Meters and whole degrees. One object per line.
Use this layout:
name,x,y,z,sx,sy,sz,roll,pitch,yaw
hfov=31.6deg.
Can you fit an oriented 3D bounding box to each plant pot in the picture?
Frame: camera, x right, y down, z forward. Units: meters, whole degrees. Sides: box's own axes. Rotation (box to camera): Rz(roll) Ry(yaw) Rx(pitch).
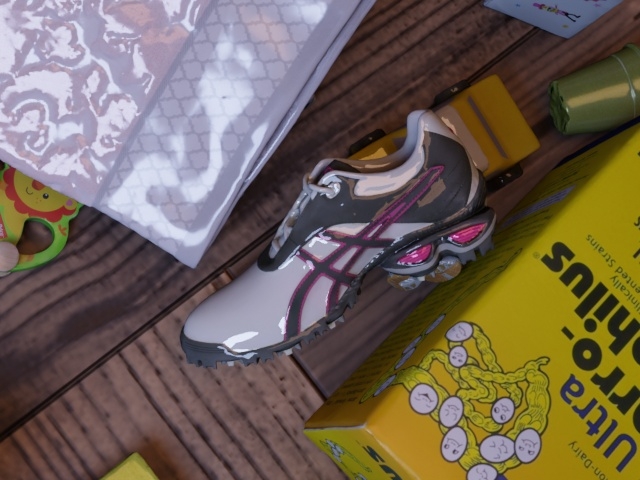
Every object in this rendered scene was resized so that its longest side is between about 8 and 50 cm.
plant pot,0.251,-0.129,1.022,0.079,0.083,0.083,-14,83,-3

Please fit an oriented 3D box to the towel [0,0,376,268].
towel,-0.141,-0.184,0.831,0.317,0.053,0.332,32,104,-10

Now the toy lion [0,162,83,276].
toy lion,-0.230,-0.029,0.907,0.096,0.034,0.100,-15,84,-23

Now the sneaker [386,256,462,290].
sneaker,0.087,0.016,0.947,0.032,0.083,0.037,32,62,-28

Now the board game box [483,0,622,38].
board game box,0.258,-0.361,0.987,0.097,0.224,0.303,19,76,-12

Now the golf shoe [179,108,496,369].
golf shoe,0.000,0.000,0.888,0.273,0.105,0.120,-29,113,-3

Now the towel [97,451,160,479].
towel,-0.200,0.269,0.836,0.237,0.021,0.102,-38,93,-20

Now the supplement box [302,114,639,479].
supplement box,0.190,0.091,0.898,0.194,0.195,0.356,46,73,-2

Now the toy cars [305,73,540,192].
toy cars,0.008,-0.096,0.945,0.394,0.087,0.176,11,77,-11
